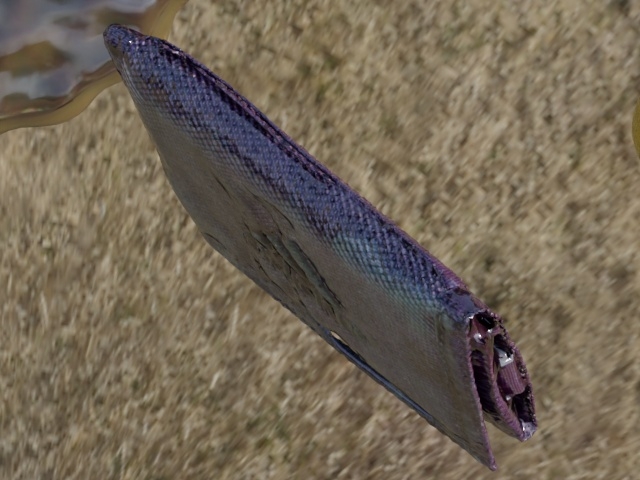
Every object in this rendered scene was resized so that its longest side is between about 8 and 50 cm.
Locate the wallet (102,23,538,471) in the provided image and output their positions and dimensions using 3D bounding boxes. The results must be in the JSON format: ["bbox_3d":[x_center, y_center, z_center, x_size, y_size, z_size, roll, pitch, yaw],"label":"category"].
[{"bbox_3d":[0.001,-0.001,0.541,0.030,0.111,0.166,-44,62,-15],"label":"wallet"}]

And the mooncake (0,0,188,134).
[{"bbox_3d":[-0.180,-0.191,0.785,0.290,0.161,0.290,-7,119,-12],"label":"mooncake"}]

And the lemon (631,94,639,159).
[{"bbox_3d":[0.195,-0.056,0.871,0.062,0.062,0.083,-28,124,-18],"label":"lemon"}]
